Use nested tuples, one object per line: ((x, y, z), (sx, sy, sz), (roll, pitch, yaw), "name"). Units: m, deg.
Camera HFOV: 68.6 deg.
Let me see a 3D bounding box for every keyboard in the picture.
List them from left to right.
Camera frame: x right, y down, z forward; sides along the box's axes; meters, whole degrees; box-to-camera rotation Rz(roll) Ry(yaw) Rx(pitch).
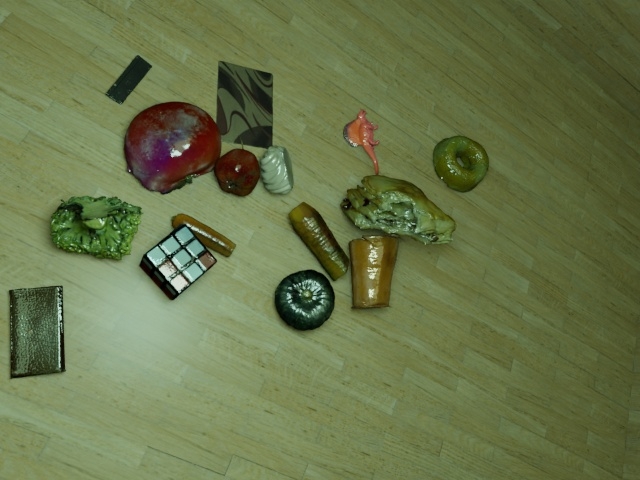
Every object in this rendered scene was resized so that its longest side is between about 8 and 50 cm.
((-0.648, -0.545, 1.590), (0.060, 0.018, 0.195), (36, 64, -21), "keyboard")

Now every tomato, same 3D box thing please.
((-0.482, -0.333, 1.525), (0.335, 0.176, 0.289), (-31, 88, -27), "tomato")

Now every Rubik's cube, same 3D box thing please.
((-0.440, 0.068, 1.444), (0.162, 0.160, 0.163), (-42, 96, -27), "Rubik's cube")

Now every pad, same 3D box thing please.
((-0.280, -0.509, 1.761), (0.220, 0.004, 0.330), (5, 75, -24), "pad")

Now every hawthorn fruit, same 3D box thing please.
((-0.276, -0.258, 1.628), (0.163, 0.163, 0.203), (29, 52, -16), "hawthorn fruit")

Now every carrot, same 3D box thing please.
((-0.387, -0.021, 1.548), (0.225, 0.067, 0.067), (31, 66, -18), "carrot")
((0.000, 0.000, 1.700), (0.114, 0.114, 0.301), (-40, 97, -28), "carrot")
((0.198, 0.122, 1.719), (0.196, 0.196, 0.254), (5, 76, -24), "carrot")

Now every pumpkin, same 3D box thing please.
((-0.051, 0.199, 1.599), (0.212, 0.152, 0.211), (8, 68, -22), "pumpkin")

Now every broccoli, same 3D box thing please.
((-0.638, -0.019, 1.346), (0.243, 0.273, 0.180), (0, 110, -24), "broccoli")

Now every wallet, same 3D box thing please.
((-0.785, 0.251, 1.303), (0.133, 0.039, 0.243), (-5, 79, -20), "wallet")

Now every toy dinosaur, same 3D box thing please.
((0.165, -0.402, 1.921), (0.139, 0.070, 0.285), (-1, 80, -15), "toy dinosaur")

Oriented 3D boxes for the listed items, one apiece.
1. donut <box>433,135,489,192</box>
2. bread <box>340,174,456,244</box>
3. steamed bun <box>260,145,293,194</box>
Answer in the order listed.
((0.637, -0.353, 2.102), (0.272, 0.107, 0.271), (7, 72, -22), "donut")
((0.283, -0.117, 1.717), (0.314, 0.370, 0.191), (3, 110, -30), "bread")
((-0.160, -0.251, 1.669), (0.106, 0.183, 0.182), (-11, 80, 7), "steamed bun")
